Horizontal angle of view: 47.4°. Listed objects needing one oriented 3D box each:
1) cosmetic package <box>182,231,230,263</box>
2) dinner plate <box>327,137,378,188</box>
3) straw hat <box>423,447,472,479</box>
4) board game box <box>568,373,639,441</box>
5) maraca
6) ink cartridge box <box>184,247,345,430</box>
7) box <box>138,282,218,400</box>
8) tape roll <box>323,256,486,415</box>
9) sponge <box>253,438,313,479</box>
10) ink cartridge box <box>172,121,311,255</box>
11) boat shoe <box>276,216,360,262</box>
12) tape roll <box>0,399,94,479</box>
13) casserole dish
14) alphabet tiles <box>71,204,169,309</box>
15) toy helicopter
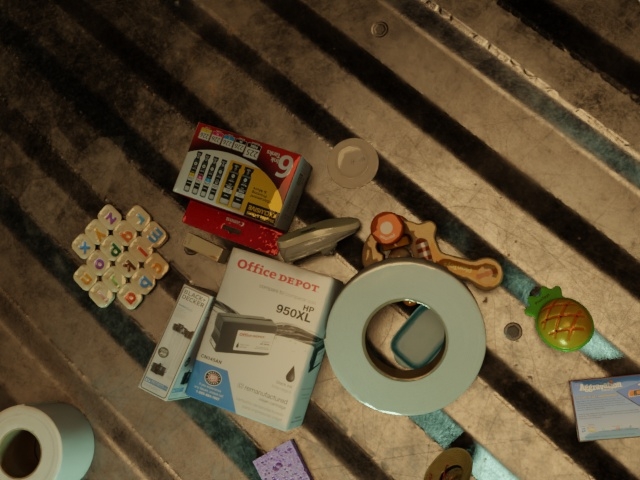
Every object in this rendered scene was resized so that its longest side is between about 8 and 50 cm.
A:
[{"bbox_3d":[-0.312,0.021,1.994,0.115,0.060,0.041,25,88,16],"label":"cosmetic package"},{"bbox_3d":[0.086,-0.210,1.969,0.141,0.017,0.141,-2,81,10],"label":"dinner plate"},{"bbox_3d":[0.324,0.579,1.765,0.144,0.144,0.061,-44,114,3],"label":"straw hat"},{"bbox_3d":[0.746,0.391,1.726,0.281,0.027,0.145,-8,81,11],"label":"board game box"},{"bbox_3d":[0.577,0.188,1.762,0.127,0.099,0.186,-36,50,2],"label":"maraca"},{"bbox_3d":[-0.137,0.246,1.865,0.285,0.166,0.395,16,84,14],"label":"ink cartridge box"},{"bbox_3d":[-0.348,0.265,1.906,0.087,0.169,0.290,22,85,14],"label":"box"},{"bbox_3d":[0.204,0.233,1.775,0.391,0.072,0.392,1,99,6],"label":"tape roll"},{"bbox_3d":[-0.075,0.630,1.860,0.117,0.031,0.210,-31,76,6],"label":"sponge"},{"bbox_3d":[-0.219,-0.135,1.963,0.309,0.130,0.272,19,86,14],"label":"ink cartridge box"},{"bbox_3d":[0.000,0.000,1.925,0.227,0.079,0.081,-17,112,-6],"label":"boat shoe"},{"bbox_3d":[-0.755,0.558,1.945,0.246,0.169,0.246,-2,82,12],"label":"tape roll"},{"bbox_3d":[0.261,0.242,1.848,0.114,0.037,0.188,41,92,15],"label":"casserole dish"},{"bbox_3d":[-0.566,0.045,2.063,0.278,0.021,0.284,42,91,15],"label":"alphabet tiles"},{"bbox_3d":[0.275,0.070,1.821,0.354,0.140,0.235,13,92,15],"label":"toy helicopter"}]
